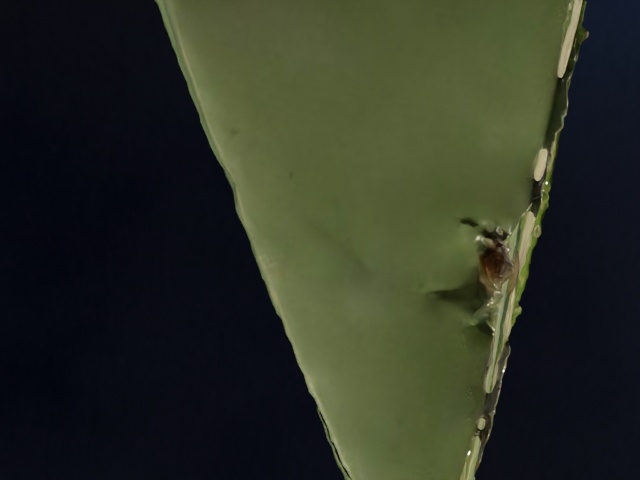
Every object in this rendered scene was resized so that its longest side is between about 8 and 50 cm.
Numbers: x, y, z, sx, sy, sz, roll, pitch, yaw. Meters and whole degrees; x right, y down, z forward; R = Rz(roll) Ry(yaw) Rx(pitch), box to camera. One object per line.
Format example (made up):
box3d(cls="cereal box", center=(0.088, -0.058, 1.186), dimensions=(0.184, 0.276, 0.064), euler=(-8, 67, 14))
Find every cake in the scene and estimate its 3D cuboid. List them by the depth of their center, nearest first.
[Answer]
box3d(cls="cake", center=(0.001, 0.006, 0.718), dimensions=(0.172, 0.158, 0.283), euler=(11, -92, 10))
